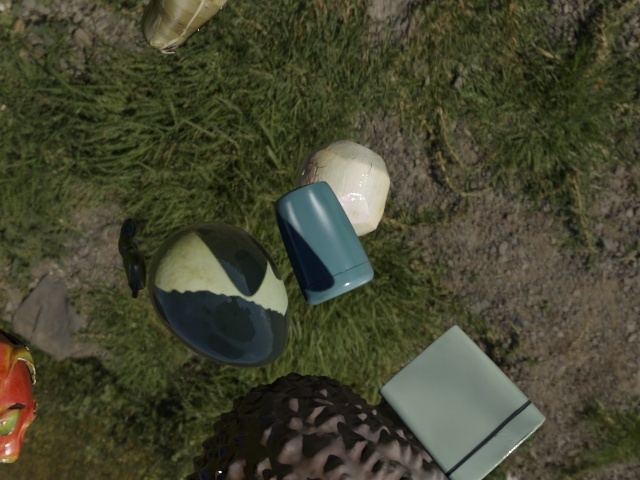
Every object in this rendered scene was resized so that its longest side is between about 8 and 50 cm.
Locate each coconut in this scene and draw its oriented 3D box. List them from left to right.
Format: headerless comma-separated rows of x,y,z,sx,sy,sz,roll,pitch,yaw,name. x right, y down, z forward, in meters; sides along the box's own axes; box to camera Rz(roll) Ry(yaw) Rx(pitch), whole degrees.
0.043,-0.107,1.445,0.227,0.227,0.230,22,85,-12,coconut

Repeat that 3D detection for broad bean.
-0.416,0.040,1.374,0.048,0.213,0.070,2,137,-31,broad bean

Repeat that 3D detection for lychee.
-0.008,0.367,0.783,0.380,0.432,0.380,35,154,20,lychee

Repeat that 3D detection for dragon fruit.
-0.714,0.342,1.301,0.305,0.305,0.226,-32,125,25,dragon fruit

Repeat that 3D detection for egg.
-0.167,0.103,1.087,0.218,0.218,0.295,-28,106,23,egg

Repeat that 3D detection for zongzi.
-0.290,-0.446,1.163,0.194,0.197,0.099,-35,83,22,zongzi

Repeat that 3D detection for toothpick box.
0.000,0.000,0.994,0.120,0.120,0.184,-24,87,21,toothpick box

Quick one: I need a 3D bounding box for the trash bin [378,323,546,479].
0.145,0.174,0.647,0.116,0.130,0.059,-39,159,-7,trash bin
